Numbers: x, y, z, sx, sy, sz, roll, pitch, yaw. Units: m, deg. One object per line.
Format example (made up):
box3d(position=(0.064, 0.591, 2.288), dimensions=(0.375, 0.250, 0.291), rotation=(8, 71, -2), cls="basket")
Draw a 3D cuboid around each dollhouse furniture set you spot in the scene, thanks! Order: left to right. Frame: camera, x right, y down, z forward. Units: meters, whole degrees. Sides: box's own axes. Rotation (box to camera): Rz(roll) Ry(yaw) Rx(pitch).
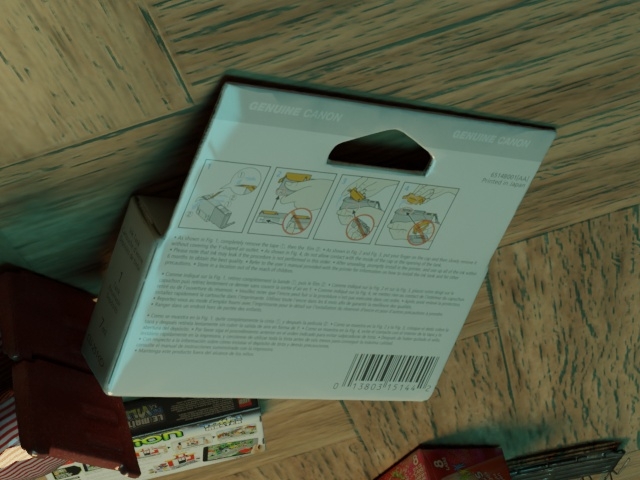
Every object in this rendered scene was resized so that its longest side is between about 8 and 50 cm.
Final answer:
box3d(position=(-0.332, 0.106, 1.015), dimensions=(0.201, 0.152, 0.374), rotation=(-31, 148, 26), cls="dollhouse furniture set")

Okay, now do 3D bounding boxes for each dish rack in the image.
box3d(position=(0.276, 0.345, 1.831), dimensions=(0.208, 0.074, 0.271), rotation=(-10, 150, -13), cls="dish rack")

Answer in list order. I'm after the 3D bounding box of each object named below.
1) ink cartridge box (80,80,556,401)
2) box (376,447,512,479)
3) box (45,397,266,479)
box3d(position=(0.000, 0.000, 1.089), dimensions=(0.296, 0.066, 0.261), rotation=(5, 120, -34), cls="ink cartridge box")
box3d(position=(0.107, 0.346, 1.695), dimensions=(0.128, 0.123, 0.257), rotation=(6, 145, -35), cls="box")
box3d(position=(-0.156, 0.185, 1.368), dimensions=(0.207, 0.036, 0.114), rotation=(-12, 151, -6), cls="box")
